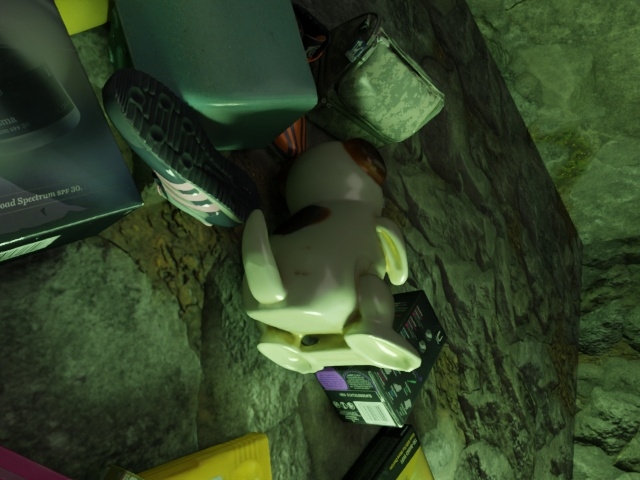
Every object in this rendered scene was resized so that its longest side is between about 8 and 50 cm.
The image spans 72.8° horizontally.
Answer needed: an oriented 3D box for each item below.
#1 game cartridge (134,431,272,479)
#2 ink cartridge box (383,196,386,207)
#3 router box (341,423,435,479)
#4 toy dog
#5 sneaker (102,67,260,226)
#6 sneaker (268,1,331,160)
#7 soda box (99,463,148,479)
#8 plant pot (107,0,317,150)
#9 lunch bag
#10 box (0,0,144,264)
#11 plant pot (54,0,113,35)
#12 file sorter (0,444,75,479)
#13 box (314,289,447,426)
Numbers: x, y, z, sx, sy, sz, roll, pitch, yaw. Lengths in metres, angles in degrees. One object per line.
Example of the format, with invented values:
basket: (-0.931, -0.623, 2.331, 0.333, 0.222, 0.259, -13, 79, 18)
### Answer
game cartridge: (-0.197, 0.468, 0.623, 0.323, 0.052, 0.286, 1, 78, -44)
ink cartridge box: (0.107, -0.116, 1.094, 0.115, 0.062, 0.029, 35, 57, -34)
router box: (0.135, 0.584, 0.911, 0.308, 0.081, 0.243, -30, 101, -46)
toy dog: (0.000, 0.000, 0.816, 0.395, 0.284, 0.408, 38, 47, -35)
sneaker: (-0.219, -0.108, 0.646, 0.319, 0.131, 0.112, 52, 39, -52)
sneaker: (-0.060, -0.340, 0.900, 0.124, 0.180, 0.321, -14, 89, -47)
soda box: (-0.266, 0.367, 0.503, 0.061, 0.058, 0.181, 46, 50, -27)
plant pot: (-0.195, -0.285, 0.710, 0.252, 0.247, 0.248, -17, 91, -31)
lunch bag: (0.121, -0.374, 1.042, 0.305, 0.256, 0.213, 25, 61, -39)
box: (-0.414, -0.115, 0.472, 0.296, 0.182, 0.294, -29, 98, -47)
plant pot: (-0.325, -0.435, 0.594, 0.187, 0.212, 0.212, -24, 96, -28)
file sorter: (-0.363, 0.315, 0.345, 0.202, 0.182, 0.291, 27, 55, -2)
box: (0.138, 0.248, 0.947, 0.270, 0.165, 0.143, -43, 109, -43)
